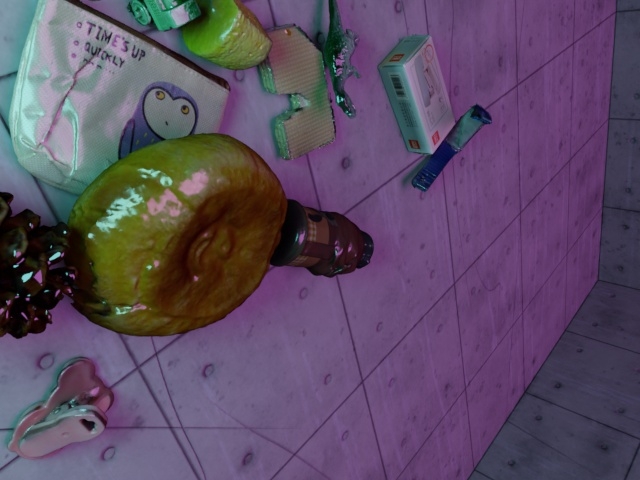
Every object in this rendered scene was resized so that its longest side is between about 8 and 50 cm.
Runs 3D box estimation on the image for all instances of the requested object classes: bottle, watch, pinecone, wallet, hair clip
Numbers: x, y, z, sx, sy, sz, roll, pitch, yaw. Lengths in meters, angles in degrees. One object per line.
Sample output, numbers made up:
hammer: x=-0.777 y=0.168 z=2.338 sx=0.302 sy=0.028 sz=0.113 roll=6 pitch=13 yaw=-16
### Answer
bottle: x=0.000 y=0.000 z=1.077 sx=0.271 sy=0.143 sz=0.156 roll=12 pitch=54 yaw=-46
watch: x=0.368 y=-0.280 z=1.314 sx=0.274 sy=0.068 sz=0.276 roll=-45 pitch=176 yaw=-39
pinecone: x=-0.417 y=0.030 z=0.565 sx=0.272 sy=0.224 sz=0.224 roll=30 pitch=79 yaw=-44
wallet: x=-0.283 y=-0.187 z=0.750 sx=0.335 sy=0.068 sz=0.275 roll=19 pitch=94 yaw=-52
hair clip: x=-0.402 y=0.269 z=0.800 sx=0.138 sy=0.102 sz=0.123 roll=-26 pitch=124 yaw=-2

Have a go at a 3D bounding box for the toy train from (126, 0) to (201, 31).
toy train: x=-0.244 y=-0.381 z=0.713 sx=0.071 sy=0.104 sz=0.178 roll=-42 pitch=129 yaw=-26

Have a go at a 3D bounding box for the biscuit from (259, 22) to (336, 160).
biscuit: x=-0.046 y=-0.290 z=0.999 sx=0.147 sy=0.046 sz=0.250 roll=-36 pitch=126 yaw=-36

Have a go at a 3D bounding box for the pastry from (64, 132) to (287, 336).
pastry: x=-0.208 y=-0.006 z=0.779 sx=0.356 sy=0.164 sz=0.356 roll=-30 pitch=141 yaw=-28

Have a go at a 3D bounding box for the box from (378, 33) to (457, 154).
box: x=0.247 y=-0.357 z=1.274 sx=0.135 sy=0.079 sz=0.269 roll=-50 pitch=133 yaw=-24

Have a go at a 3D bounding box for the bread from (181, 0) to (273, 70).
bread: x=-0.153 y=-0.335 z=0.818 sx=0.111 sy=0.129 sz=0.114 roll=-37 pitch=151 yaw=24

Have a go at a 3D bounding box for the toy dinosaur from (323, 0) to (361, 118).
toy dinosaur: x=0.040 y=-0.416 z=1.043 sx=0.129 sy=0.076 sz=0.383 roll=36 pitch=45 yaw=-76
